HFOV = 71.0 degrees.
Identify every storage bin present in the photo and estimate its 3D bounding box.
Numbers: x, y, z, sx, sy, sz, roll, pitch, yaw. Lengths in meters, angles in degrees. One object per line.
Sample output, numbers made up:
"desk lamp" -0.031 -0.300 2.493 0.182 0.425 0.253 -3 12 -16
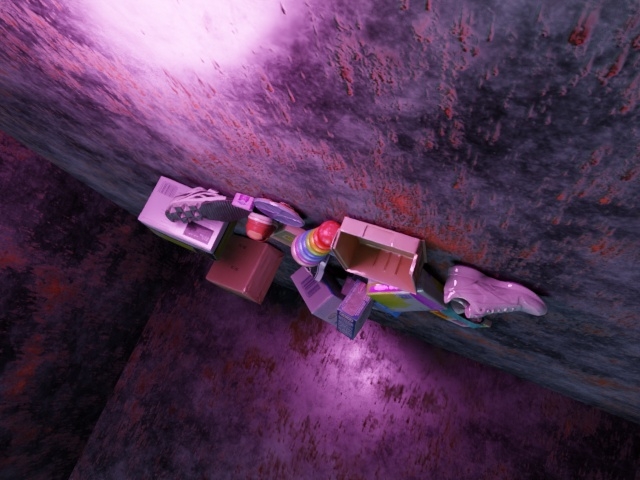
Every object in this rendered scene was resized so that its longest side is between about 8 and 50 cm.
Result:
"storage bin" 0.196 0.048 1.437 0.262 0.123 0.260 19 166 21

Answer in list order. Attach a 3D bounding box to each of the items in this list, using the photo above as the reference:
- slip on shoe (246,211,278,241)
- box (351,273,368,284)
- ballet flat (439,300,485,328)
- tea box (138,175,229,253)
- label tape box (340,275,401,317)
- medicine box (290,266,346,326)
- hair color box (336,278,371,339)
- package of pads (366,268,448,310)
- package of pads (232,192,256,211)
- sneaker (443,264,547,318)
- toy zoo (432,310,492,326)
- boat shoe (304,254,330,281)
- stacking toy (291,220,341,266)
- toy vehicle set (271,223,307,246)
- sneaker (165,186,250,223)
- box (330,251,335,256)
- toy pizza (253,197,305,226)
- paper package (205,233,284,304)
"slip on shoe" -0.237 -0.049 1.769 0.123 0.101 0.331 18 180 -3
"box" 0.268 0.204 2.009 0.233 0.059 0.183 33 165 -3
"ballet flat" 0.591 0.290 1.863 0.247 0.083 0.087 28 142 -22
"tea box" -0.574 -0.084 2.003 0.329 0.220 0.323 24 166 -3
"label tape box" 0.304 0.298 2.276 0.334 0.105 0.241 11 162 43
"medicine box" 0.021 0.280 2.348 0.289 0.149 0.263 38 -167 -50
"hair color box" 0.163 0.332 2.106 0.105 0.174 0.347 30 158 15
"package of pads" 0.326 0.193 1.681 0.229 0.101 0.296 -8 155 32
"package of pads" -0.280 -0.142 1.647 0.083 0.050 0.032 18 171 22
"sneaker" 0.523 0.186 1.370 0.305 0.152 0.114 19 164 12
"toy zoo" 0.639 0.356 2.103 0.192 0.030 0.293 25 166 -6
"boat shoe" -0.023 0.107 2.061 0.105 0.113 0.306 24 165 4
"stacking toy" 0.000 0.000 1.617 0.141 0.141 0.330 26 159 -11
"toy vehicle set" -0.107 -0.010 1.907 0.166 0.035 0.267 27 166 -16
"sneaker" -0.431 -0.156 1.759 0.331 0.146 0.122 0 138 4
"box" 0.051 0.039 1.854 0.081 0.028 0.136 24 165 -4
"toy pizza" -0.144 -0.106 1.602 0.201 0.032 0.201 23 167 6
"paper package" -0.405 0.145 2.423 0.325 0.309 0.168 12 158 39
